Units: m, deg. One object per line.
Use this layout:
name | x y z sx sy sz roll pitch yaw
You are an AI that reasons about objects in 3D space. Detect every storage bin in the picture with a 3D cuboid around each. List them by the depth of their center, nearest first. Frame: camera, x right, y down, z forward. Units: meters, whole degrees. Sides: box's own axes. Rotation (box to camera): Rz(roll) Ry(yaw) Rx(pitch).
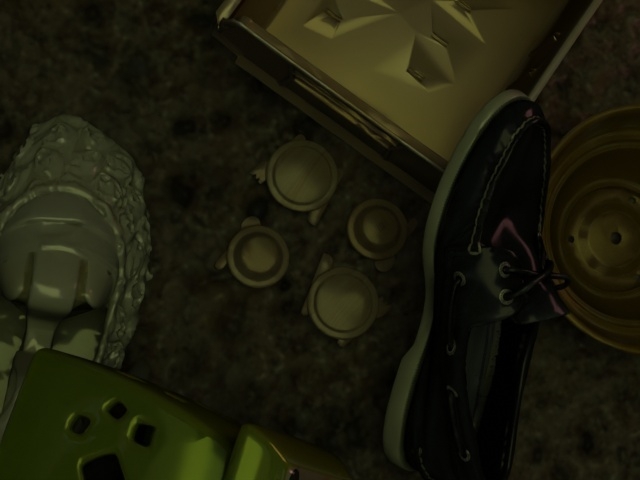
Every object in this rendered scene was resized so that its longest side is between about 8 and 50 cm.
storage bin | 0.083 -0.213 1.208 0.260 0.123 0.262 35 80 -5

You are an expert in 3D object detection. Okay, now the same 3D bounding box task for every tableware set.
tableware set | 0.000 0.000 1.224 0.168 0.020 0.141 33 78 -3

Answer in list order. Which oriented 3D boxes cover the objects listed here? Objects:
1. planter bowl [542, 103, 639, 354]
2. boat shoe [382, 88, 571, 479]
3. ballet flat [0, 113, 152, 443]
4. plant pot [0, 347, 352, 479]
planter bowl | 0.274 -0.006 1.234 0.217 0.090 0.217 1 84 -10
boat shoe | 0.144 0.054 1.122 0.127 0.113 0.340 -4 116 -49
ballet flat | -0.219 0.092 1.120 0.147 0.147 0.409 11 81 -8
plant pot | -0.109 0.226 1.041 0.207 0.228 0.227 12 79 21
